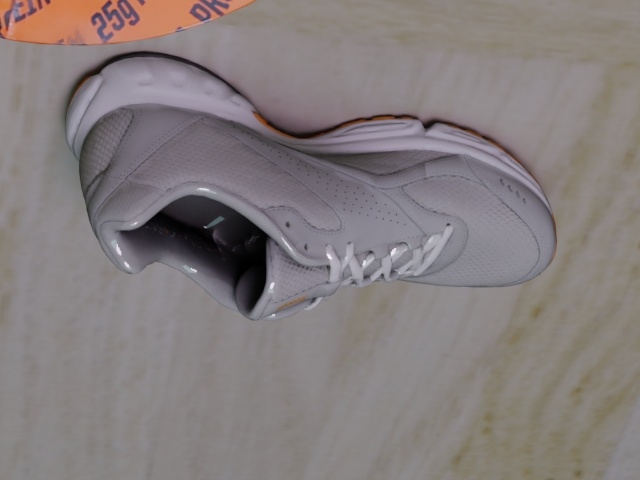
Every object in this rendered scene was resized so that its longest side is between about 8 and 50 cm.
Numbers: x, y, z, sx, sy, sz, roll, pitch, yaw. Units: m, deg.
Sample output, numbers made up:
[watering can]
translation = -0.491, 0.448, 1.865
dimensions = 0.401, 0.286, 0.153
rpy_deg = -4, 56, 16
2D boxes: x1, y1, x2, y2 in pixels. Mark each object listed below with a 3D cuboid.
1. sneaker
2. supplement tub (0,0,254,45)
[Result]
[sneaker]
translation = 0.000, 0.000, 0.910
dimensions = 0.262, 0.121, 0.099
rpy_deg = 11, 131, -18
[supplement tub]
translation = -0.074, -0.222, 0.541
dimensions = 0.207, 0.338, 0.207
rpy_deg = -5, 134, -5
